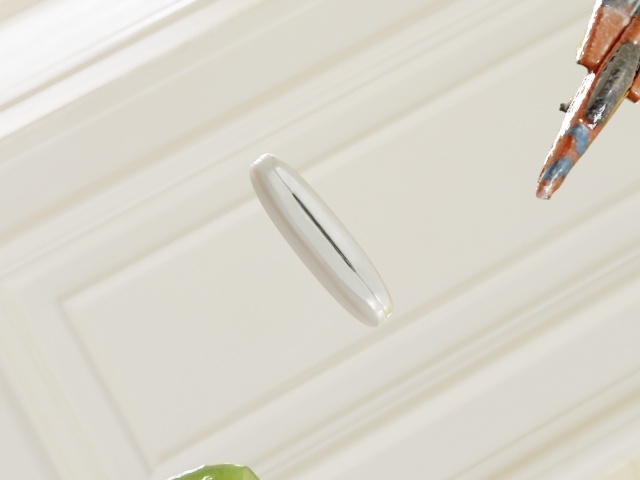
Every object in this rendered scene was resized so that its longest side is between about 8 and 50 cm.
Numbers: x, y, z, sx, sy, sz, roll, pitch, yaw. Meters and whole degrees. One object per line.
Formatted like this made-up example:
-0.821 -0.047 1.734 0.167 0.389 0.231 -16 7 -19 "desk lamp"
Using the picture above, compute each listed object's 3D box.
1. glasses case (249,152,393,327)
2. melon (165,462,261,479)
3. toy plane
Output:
0.000 0.000 1.023 0.164 0.041 0.063 52 -12 7 "glasses case"
-0.114 0.240 0.878 0.209 0.118 0.064 -71 157 -45 "melon"
0.127 -0.090 0.513 0.130 0.189 0.061 36 -13 -8 "toy plane"
